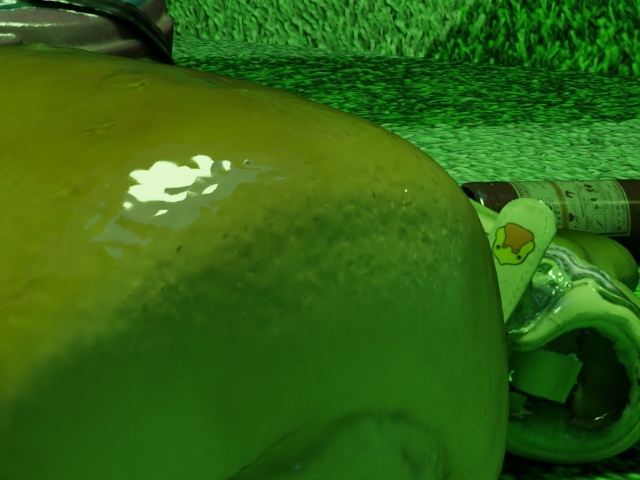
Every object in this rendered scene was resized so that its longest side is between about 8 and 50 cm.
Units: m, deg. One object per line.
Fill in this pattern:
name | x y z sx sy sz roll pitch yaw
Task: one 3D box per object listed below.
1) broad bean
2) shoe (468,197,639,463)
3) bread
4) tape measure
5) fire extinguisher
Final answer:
broad bean | 0.161 0.031 1.448 0.124 0.082 0.174 8 3 23
shoe | 0.093 0.041 1.139 0.262 0.140 0.128 22 1 -19
bread | -0.102 0.040 0.925 0.348 0.253 0.376 -2 14 -36
tape measure | -0.224 -0.123 1.340 0.245 0.149 0.231 -6 27 -25
fire extinguisher | 0.232 -0.008 1.678 0.231 0.071 0.099 0 40 -19
